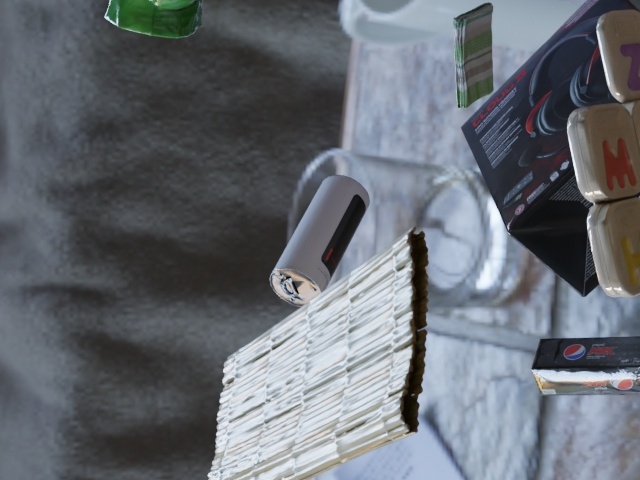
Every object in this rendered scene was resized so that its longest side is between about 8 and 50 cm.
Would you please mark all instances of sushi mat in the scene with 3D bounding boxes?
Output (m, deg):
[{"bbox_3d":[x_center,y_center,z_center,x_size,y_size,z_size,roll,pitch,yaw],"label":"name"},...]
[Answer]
[{"bbox_3d":[-0.011,0.114,0.949,0.316,0.019,0.151,-37,40,52],"label":"sushi mat"}]

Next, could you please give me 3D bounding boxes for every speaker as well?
[{"bbox_3d":[0.000,0.000,1.194,0.055,0.055,0.136,-37,19,49],"label":"speaker"}]

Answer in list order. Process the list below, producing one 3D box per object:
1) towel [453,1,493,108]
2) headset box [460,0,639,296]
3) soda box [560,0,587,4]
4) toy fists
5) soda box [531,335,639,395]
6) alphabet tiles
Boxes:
[{"bbox_3d":[0.255,-0.301,1.980,0.023,0.113,0.152,12,119,36],"label":"towel"},{"bbox_3d":[0.264,-0.113,1.183,0.218,0.110,0.293,-45,21,18],"label":"headset box"},{"bbox_3d":[0.254,-0.407,1.360,0.098,0.091,0.286,23,151,49],"label":"soda box"},{"bbox_3d":[-0.099,-0.266,0.999,0.279,0.096,0.142,-73,-2,-65],"label":"toy fists"},{"bbox_3d":[0.361,0.161,1.556,0.169,0.060,0.053,-4,128,29],"label":"soda box"},{"bbox_3d":[0.300,-0.047,0.946,0.021,0.284,0.278,-12,89,51],"label":"alphabet tiles"}]
